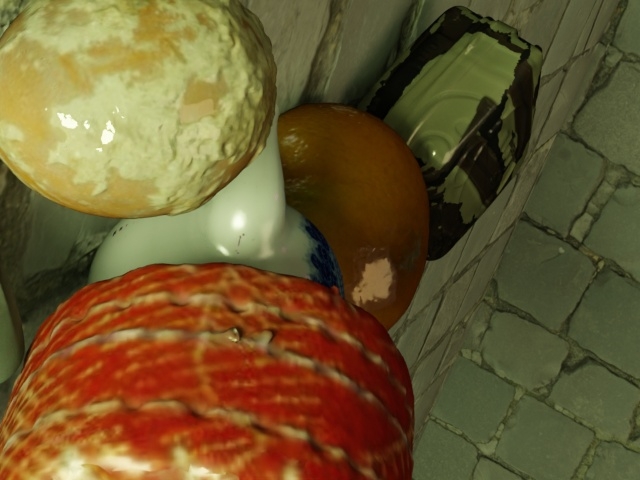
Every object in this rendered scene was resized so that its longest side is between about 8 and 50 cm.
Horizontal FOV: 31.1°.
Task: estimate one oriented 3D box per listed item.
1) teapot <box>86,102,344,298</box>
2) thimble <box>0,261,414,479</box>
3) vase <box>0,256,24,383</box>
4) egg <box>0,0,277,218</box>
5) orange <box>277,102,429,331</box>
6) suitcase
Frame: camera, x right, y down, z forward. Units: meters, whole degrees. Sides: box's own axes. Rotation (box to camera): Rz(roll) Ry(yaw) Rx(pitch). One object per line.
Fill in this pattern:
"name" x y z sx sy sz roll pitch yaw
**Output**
"teapot" -0.104 0.039 1.150 0.424 0.252 0.280 114 -21 -47
"thimble" -0.098 0.188 0.928 0.230 0.350 0.350 -86 -173 -46
"vase" -0.273 0.016 0.861 0.086 0.086 0.214 -44 152 -41
"egg" -0.138 -0.108 0.845 0.233 0.195 0.195 -21 142 -34
"orange" 0.003 0.003 1.368 0.310 0.274 0.274 -46 164 6
"suitcase" 0.150 -0.130 1.634 0.339 0.194 0.351 -48 159 -17
